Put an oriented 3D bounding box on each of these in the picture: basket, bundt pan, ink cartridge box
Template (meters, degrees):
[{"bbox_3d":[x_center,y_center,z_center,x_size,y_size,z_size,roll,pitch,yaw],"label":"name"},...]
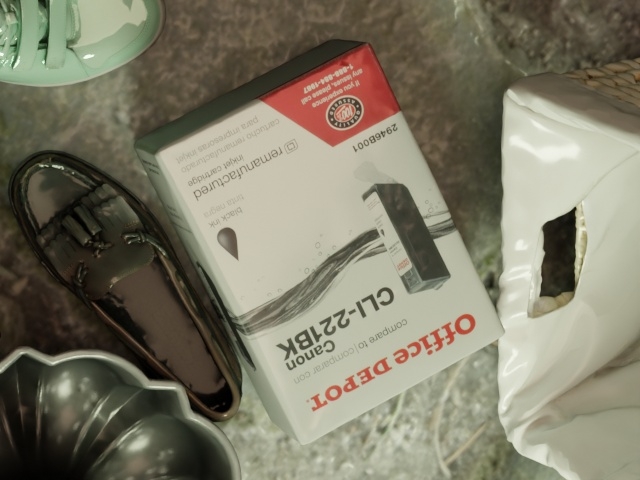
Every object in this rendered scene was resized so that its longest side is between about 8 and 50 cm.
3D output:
[{"bbox_3d":[0.332,0.039,1.565,0.266,0.331,0.328,-15,116,-29],"label":"basket"},{"bbox_3d":[-0.223,0.237,1.593,0.331,0.124,0.331,-2,96,-15],"label":"bundt pan"},{"bbox_3d":[0.000,0.000,1.626,0.197,0.114,0.273,-28,104,-9],"label":"ink cartridge box"}]

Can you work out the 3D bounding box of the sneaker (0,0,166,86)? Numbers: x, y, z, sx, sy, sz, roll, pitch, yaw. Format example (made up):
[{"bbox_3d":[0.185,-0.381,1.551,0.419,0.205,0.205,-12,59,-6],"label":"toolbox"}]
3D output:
[{"bbox_3d":[-0.234,-0.162,1.530,0.256,0.151,0.094,-6,96,-15],"label":"sneaker"}]

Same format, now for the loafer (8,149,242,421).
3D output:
[{"bbox_3d":[-0.147,0.037,1.609,0.096,0.084,0.267,-40,104,-7],"label":"loafer"}]
